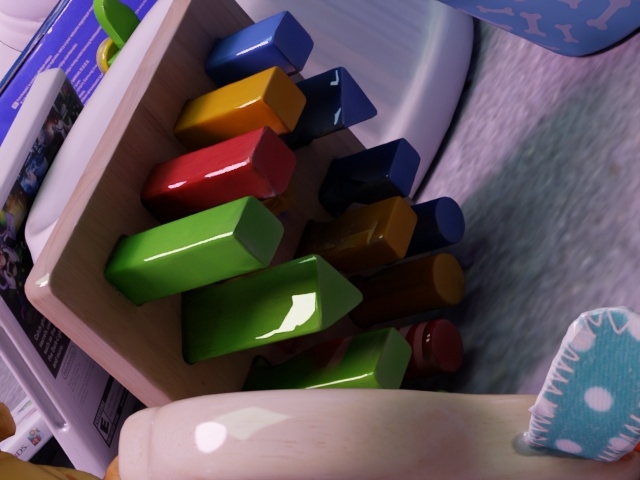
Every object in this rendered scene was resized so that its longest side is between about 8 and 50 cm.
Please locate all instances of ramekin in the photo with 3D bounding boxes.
[{"bbox_3d":[-0.049,-0.056,0.815,0.273,0.127,0.273,-49,18,22],"label":"ramekin"}]

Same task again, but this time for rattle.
[{"bbox_3d":[0.034,0.098,0.419,0.199,0.130,0.143,-5,60,35],"label":"rattle"}]

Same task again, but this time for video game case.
[{"bbox_3d":[-0.200,0.127,1.011,0.143,0.019,0.157,-47,10,-33],"label":"video game case"},{"bbox_3d":[-0.148,0.018,0.903,0.022,0.173,0.190,-12,36,19],"label":"video game case"}]

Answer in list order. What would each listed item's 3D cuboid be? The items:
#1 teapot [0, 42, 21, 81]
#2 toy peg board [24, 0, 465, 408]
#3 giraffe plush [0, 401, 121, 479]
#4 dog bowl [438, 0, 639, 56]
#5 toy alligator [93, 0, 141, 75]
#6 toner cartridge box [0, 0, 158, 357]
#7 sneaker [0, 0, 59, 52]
[{"bbox_3d":[-0.183,-0.124,1.234,0.252,0.187,0.256,-44,-16,-25],"label":"teapot"},{"bbox_3d":[0.000,0.000,0.560,0.079,0.161,0.161,-15,40,39],"label":"toy peg board"},{"bbox_3d":[-0.159,0.129,0.704,0.181,0.170,0.210,-51,18,18],"label":"giraffe plush"},{"bbox_3d":[0.127,-0.194,0.681,0.166,0.074,0.297,-43,21,36],"label":"dog bowl"},{"bbox_3d":[-0.094,-0.077,0.966,0.051,0.190,0.056,-29,23,-29],"label":"toy alligator"},{"bbox_3d":[-0.154,-0.064,1.055,0.348,0.165,0.075,-47,18,25],"label":"toner cartridge box"},{"bbox_3d":[-0.104,-0.213,1.074,0.297,0.111,0.129,-17,-17,-7],"label":"sneaker"}]
